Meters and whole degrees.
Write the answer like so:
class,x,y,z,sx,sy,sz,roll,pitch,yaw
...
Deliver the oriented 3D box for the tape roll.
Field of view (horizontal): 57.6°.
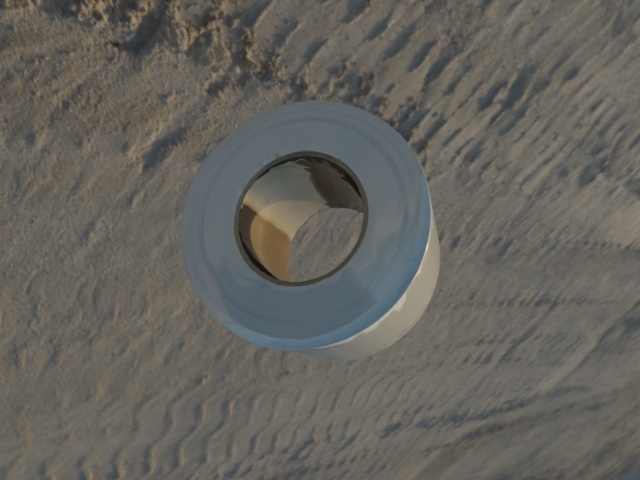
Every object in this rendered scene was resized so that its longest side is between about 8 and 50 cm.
class,x,y,z,sx,sy,sz,roll,pitch,yaw
tape roll,0.000,0.000,0.616,0.246,0.246,0.169,-36,160,2
